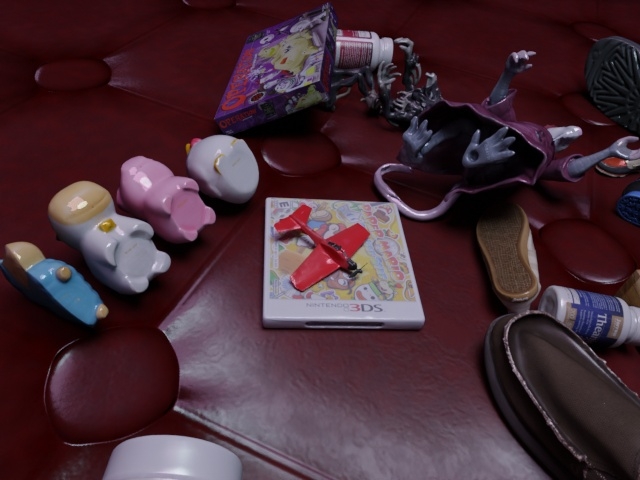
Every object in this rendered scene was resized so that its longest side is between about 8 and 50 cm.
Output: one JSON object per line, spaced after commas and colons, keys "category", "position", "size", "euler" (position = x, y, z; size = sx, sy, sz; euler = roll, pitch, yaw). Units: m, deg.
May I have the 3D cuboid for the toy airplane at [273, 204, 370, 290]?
{"category": "toy airplane", "position": [0.000, 0.000, 0.683], "size": [0.151, 0.028, 0.151], "euler": [4, 47, -4]}

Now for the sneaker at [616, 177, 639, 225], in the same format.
{"category": "sneaker", "position": [0.614, -0.036, 0.808], "size": [0.232, 0.081, 0.090], "euler": [35, 58, 25]}

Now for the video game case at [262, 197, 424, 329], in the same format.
{"category": "video game case", "position": [0.024, 0.024, 0.701], "size": [0.206, 0.026, 0.227], "euler": [2, 45, -7]}

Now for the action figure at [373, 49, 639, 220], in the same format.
{"category": "action figure", "position": [0.320, -0.135, 0.826], "size": [0.370, 0.276, 0.248], "euler": [-11, 57, -45]}

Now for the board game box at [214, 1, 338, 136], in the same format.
{"category": "board game box", "position": [-0.074, -0.345, 0.973], "size": [0.208, 0.056, 0.347], "euler": [-18, 41, 21]}

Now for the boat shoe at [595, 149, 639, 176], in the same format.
{"category": "boat shoe", "position": [0.588, -0.152, 0.946], "size": [0.137, 0.043, 0.049], "euler": [-6, 49, -12]}

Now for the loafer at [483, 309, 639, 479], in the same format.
{"category": "loafer", "position": [0.306, 0.202, 0.493], "size": [0.133, 0.130, 0.366], "euler": [-13, 49, -20]}

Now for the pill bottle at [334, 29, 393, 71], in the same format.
{"category": "pill bottle", "position": [0.079, -0.418, 1.102], "size": [0.152, 0.086, 0.086], "euler": [1, 46, -8]}

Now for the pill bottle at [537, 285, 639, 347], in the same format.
{"category": "pill bottle", "position": [0.353, 0.101, 0.644], "size": [0.120, 0.067, 0.067], "euler": [11, 45, 2]}

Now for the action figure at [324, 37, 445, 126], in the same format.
{"category": "action figure", "position": [0.133, -0.302, 0.961], "size": [0.275, 0.141, 0.164], "euler": [14, 42, 9]}

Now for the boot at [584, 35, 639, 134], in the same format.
{"category": "boot", "position": [0.862, -0.332, 1.088], "size": [0.445, 0.146, 0.367], "euler": [-15, 58, -18]}

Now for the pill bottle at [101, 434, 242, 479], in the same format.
{"category": "pill bottle", "position": [-0.125, 0.286, 0.333], "size": [0.152, 0.152, 0.272], "euler": [4, 45, -4]}

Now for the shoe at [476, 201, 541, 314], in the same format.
{"category": "shoe", "position": [0.273, 0.024, 0.725], "size": [0.076, 0.058, 0.219], "euler": [-13, 35, 23]}

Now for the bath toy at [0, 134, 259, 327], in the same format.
{"category": "bath toy", "position": [-0.231, -0.042, 0.667], "size": [0.129, 0.151, 0.348], "euler": [-3, 32, 42]}

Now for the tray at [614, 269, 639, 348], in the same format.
{"category": "tray", "position": [0.626, 0.142, 0.642], "size": [0.410, 0.076, 0.203], "euler": [2, 46, -6]}
